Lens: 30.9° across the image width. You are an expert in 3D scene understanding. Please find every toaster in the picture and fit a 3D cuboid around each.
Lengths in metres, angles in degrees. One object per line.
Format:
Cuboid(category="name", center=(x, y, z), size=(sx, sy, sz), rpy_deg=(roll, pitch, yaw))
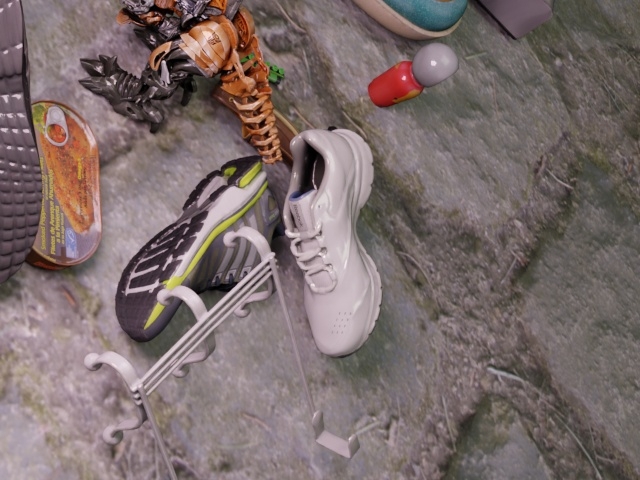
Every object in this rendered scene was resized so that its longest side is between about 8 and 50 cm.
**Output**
Cuboid(category="toaster", center=(0.333, -0.476, 2.030), size=(0.186, 0.110, 0.168), rpy_deg=(39, 48, -28))

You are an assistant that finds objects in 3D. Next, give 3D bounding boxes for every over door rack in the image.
Cuboid(category="over door rack", center=(-0.108, 0.180, 1.264), size=(0.239, 0.108, 0.324), rpy_deg=(-45, 126, -35))

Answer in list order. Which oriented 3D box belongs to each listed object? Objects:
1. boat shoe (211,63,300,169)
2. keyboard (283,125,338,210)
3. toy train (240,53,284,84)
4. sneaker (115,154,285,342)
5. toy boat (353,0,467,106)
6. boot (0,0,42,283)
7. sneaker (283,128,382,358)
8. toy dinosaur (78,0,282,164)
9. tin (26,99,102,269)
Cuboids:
Cuboid(category="boat shoe", center=(-0.077, -0.148, 1.509), size=(0.060, 0.064, 0.178), rpy_deg=(-46, 120, -11))
Cuboid(category="keyboard", center=(0.021, -0.072, 1.588), size=(0.100, 0.038, 0.192), rpy_deg=(46, 47, -23))
Cuboid(category="toy train", center=(-0.082, -0.232, 1.564), size=(0.083, 0.017, 0.023), rpy_deg=(20, 70, -40))
Cuboid(category="sneaker", center=(-0.123, 0.022, 1.349), size=(0.121, 0.111, 0.300), rpy_deg=(56, 45, -20))
Cuboid(category="toy boat", center=(0.139, -0.354, 1.747), size=(0.267, 0.148, 0.318), rpy_deg=(21, 59, -39))
Cuboid(category="boot", center=(-0.333, -0.139, 1.165), size=(0.118, 0.338, 0.222), rpy_deg=(5, 22, -15))
Cuboid(category="sneaker", center=(0.000, 0.000, 1.453), size=(0.129, 0.111, 0.297), rpy_deg=(10, 72, -58))
Cuboid(category="toy dinosaur", center=(-0.153, -0.229, 1.337), size=(0.164, 0.218, 0.322), rpy_deg=(-16, 85, -49))
Cuboid(category="tin", center=(-0.292, -0.060, 1.257), size=(0.106, 0.040, 0.189), rpy_deg=(14, 63, -47))
